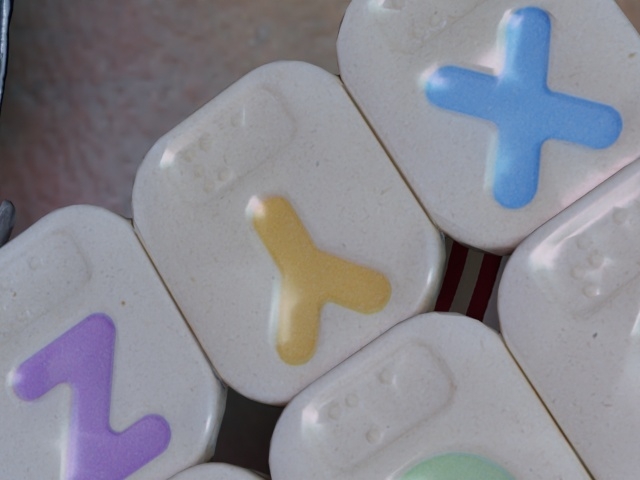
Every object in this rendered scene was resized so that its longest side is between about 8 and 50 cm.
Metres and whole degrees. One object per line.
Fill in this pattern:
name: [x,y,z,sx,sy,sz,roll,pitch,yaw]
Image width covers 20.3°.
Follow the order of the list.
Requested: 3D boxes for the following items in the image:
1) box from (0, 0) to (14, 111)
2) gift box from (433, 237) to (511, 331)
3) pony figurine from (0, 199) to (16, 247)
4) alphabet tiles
box: [-0.207,-0.081,0.504,0.207,0.153,0.108,2,89,-26]
gift box: [0.133,0.108,0.472,0.255,0.276,0.258,18,80,-21]
pony figurine: [-0.256,0.126,0.467,0.363,0.303,0.351,29,108,-2]
alphabet tiles: [0.042,0.080,0.343,0.284,0.021,0.278,-34,70,10]
